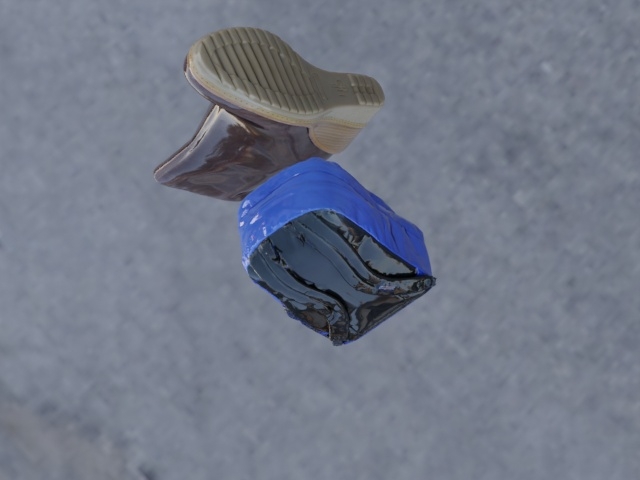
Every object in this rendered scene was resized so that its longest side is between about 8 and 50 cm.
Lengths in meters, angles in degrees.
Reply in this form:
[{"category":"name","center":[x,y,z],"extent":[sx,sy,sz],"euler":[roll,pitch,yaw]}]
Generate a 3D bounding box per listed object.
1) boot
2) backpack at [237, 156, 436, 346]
[{"category":"boot","center":[-0.081,-0.097,1.560],"extent":[0.207,0.248,0.090],"euler":[-31,65,33]},{"category":"backpack","center":[0.000,0.000,1.173],"extent":[0.098,0.101,0.120],"euler":[-40,131,21]}]
